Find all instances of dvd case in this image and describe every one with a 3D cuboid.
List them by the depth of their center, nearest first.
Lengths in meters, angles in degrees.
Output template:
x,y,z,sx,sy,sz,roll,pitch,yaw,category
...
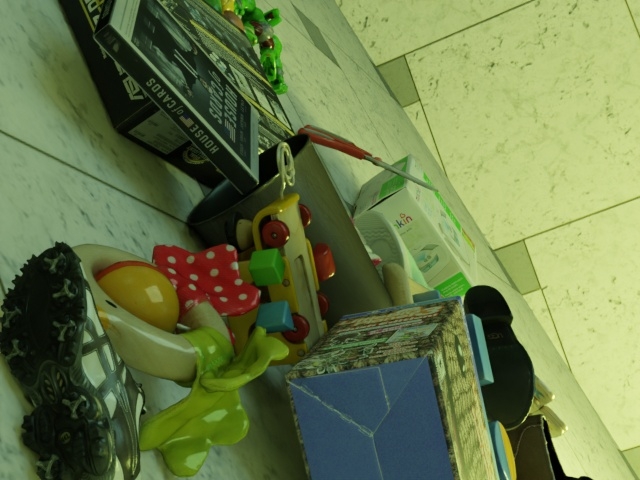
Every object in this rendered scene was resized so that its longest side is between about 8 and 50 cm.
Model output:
x,y,z,sx,sy,sz,roll,pitch,yaw,category
-0.151,-0.179,1.308,0.238,0.029,0.179,47,19,-27,dvd case

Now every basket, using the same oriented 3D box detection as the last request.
x,y,z,sx,sy,sz,roll,pitch,yaw,category
-0.024,0.016,1.404,0.227,0.154,0.204,57,36,-16,basket

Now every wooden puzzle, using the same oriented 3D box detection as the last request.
x,y,z,sx,sy,sz,roll,pitch,yaw,category
0.181,0.208,1.553,0.348,0.080,0.322,38,39,-67,wooden puzzle

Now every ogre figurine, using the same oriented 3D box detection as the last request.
x,y,z,sx,sy,sz,roll,pitch,yaw,category
-0.112,-0.357,2.073,0.197,0.097,0.118,37,32,-23,ogre figurine

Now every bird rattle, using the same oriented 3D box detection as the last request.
x,y,z,sx,sy,sz,roll,pitch,yaw,category
-0.131,0.059,1.014,0.207,0.143,0.253,28,24,-29,bird rattle

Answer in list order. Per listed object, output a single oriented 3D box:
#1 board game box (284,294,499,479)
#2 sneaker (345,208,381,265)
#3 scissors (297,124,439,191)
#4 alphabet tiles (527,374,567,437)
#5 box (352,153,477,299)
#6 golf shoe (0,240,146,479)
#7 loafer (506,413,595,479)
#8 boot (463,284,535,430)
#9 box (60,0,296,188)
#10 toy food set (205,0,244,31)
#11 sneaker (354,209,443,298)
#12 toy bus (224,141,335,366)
x,y,z,sx,sy,sz,roll,pitch,yaw,category
0.085,0.202,1.206,0.291,0.141,0.232,-34,112,-76,board game box
0.000,0.000,1.644,0.111,0.103,0.252,57,6,14,sneaker
0.091,-0.149,2.109,0.297,0.021,0.109,23,11,18,scissors
0.303,0.228,2.019,0.284,0.021,0.278,47,-13,7,alphabet tiles
0.173,-0.009,2.174,0.231,0.127,0.262,55,15,-10,box
-0.178,0.098,0.871,0.094,0.077,0.198,40,31,-56,golf shoe
0.393,0.434,1.876,0.366,0.130,0.134,58,14,8,loafer
0.253,0.220,1.837,0.229,0.091,0.263,98,-10,-52,boot
-0.171,-0.217,1.548,0.395,0.097,0.318,29,32,-59,box
-0.149,-0.335,1.886,0.128,0.071,0.218,51,19,-40,toy food set
0.131,0.070,1.901,0.256,0.094,0.151,67,21,3,sneaker
-0.061,0.034,1.233,0.191,0.104,0.202,60,26,-52,toy bus
